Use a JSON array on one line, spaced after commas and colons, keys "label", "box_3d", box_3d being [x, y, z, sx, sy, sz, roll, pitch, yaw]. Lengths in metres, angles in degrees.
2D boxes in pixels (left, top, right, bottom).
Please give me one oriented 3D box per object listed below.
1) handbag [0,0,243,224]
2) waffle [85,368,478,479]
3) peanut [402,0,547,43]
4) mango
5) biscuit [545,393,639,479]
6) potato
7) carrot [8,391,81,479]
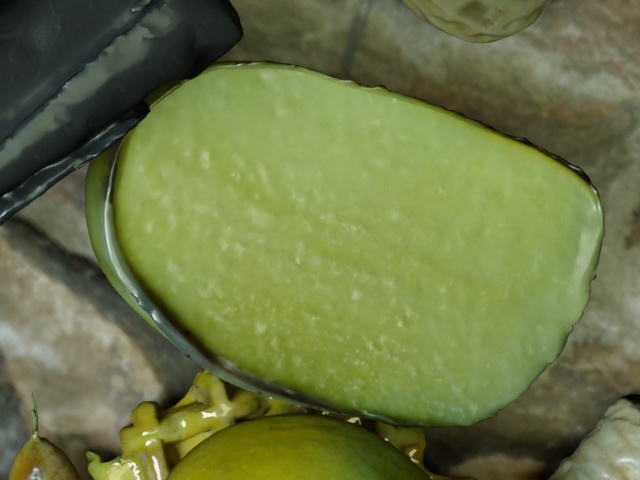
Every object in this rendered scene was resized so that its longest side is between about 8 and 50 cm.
[{"label": "handbag", "box_3d": [-0.154, -0.053, 0.751, 0.223, 0.247, 0.080, -39, 103, -6]}, {"label": "waffle", "box_3d": [0.002, 0.169, 0.917, 0.219, 0.057, 0.229, -15, 92, -8]}, {"label": "peanut", "box_3d": [0.045, -0.178, 0.868, 0.093, 0.083, 0.194, -43, 112, 10]}, {"label": "mango", "box_3d": [0.023, 0.182, 0.846, 0.237, 0.091, 0.137, 45, 90, -5]}, {"label": "biscuit", "box_3d": [0.129, 0.181, 0.983, 0.061, 0.055, 0.219, 42, 90, 15]}, {"label": "potato", "box_3d": [0.000, 0.000, 0.877, 0.272, 0.111, 0.160, 14, 90, -26]}, {"label": "carrot", "box_3d": [-0.126, 0.218, 0.910, 0.078, 0.078, 0.298, -12, 102, -14]}]
